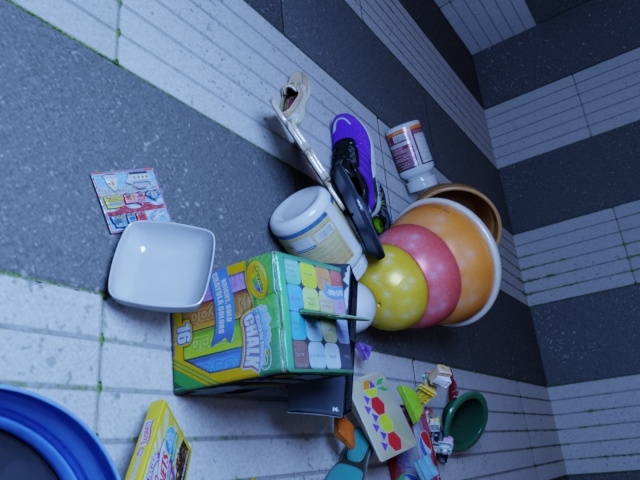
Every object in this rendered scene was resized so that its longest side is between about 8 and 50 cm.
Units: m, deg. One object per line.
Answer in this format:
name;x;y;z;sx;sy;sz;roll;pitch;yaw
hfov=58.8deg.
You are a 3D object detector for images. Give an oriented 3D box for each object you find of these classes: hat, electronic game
hat;0.370;0.495;1.665;0.208;0.183;0.173;-4;99;-36
electronic game;0.086;-0.063;1.243;0.229;0.048;0.229;-26;90;-88

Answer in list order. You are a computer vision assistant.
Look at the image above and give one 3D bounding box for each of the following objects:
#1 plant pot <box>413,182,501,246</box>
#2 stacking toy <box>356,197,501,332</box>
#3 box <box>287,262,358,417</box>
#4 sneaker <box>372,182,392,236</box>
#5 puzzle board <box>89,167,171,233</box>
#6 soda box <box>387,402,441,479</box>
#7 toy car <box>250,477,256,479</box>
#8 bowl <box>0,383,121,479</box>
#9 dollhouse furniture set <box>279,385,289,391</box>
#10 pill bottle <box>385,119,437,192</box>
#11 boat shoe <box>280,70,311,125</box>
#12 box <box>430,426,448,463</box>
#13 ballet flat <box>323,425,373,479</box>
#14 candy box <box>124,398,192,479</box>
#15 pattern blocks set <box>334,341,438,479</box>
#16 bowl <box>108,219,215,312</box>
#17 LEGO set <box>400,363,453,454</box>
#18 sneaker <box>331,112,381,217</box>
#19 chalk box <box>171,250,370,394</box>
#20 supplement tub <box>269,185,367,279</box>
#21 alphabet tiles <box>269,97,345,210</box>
plant pot;0.410;-0.061;1.808;0.291;0.290;0.203;61;16;-18
stacking toy;0.176;0.103;1.376;0.479;0.350;0.351;-17;89;-41
box;0.010;0.186;1.056;0.184;0.103;0.261;69;24;-75
sneaker;0.150;-0.096;1.583;0.188;0.067;0.078;68;24;-11
puzzle board;-0.295;-0.066;0.896;0.128;0.011;0.097;-20;91;-60
soda box;0.215;0.520;1.325;0.083;0.092;0.264;9;66;-54
toy car;-0.070;0.431;0.951;0.122;0.060;0.040;65;-2;-24
bowl;-0.352;0.332;0.520;0.391;0.077;0.391;35;46;-46
dollhouse furniture set;-0.060;0.220;1.052;0.114;0.081;0.091;50;37;-32
pill bottle;0.305;-0.276;1.880;0.121;0.121;0.221;-26;98;-60
boat shoe;-0.065;-0.356;1.378;0.059;0.063;0.170;44;40;-47
box;0.328;0.559;1.563;0.083;0.018;0.067;62;31;-16
ballet flat;0.062;0.464;1.138;0.213;0.072;0.068;-46;142;-54
candy box;-0.208;0.308;0.723;0.206;0.027;0.105;-99;169;-67
pattern blocks set;0.123;0.368;1.208;0.285;0.026;0.325;9;50;-43
bowl;-0.233;0.045;0.845;0.053;0.142;0.142;107;-11;-55
LEGO set;0.270;0.407;1.440;0.107;0.132;0.287;-60;147;-59
sneaker;0.077;-0.203;1.488;0.146;0.102;0.294;-2;76;-58
chalk box;-0.068;0.129;0.882;0.180;0.288;0.179;20;57;-54
supplement tub;0.000;0.000;1.208;0.200;0.144;0.144;55;34;-26
alphabet tiles;-0.021;-0.183;1.247;0.278;0.021;0.284;56;3;0
